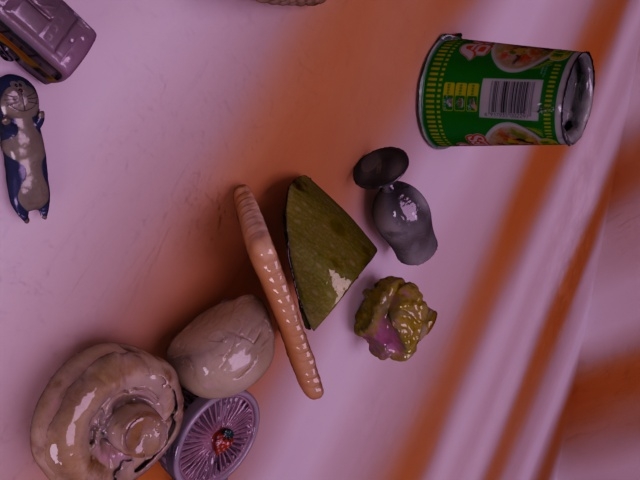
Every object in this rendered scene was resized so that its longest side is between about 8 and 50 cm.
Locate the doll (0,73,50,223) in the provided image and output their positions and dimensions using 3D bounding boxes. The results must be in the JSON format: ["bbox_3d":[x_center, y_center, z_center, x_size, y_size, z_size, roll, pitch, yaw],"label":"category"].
[{"bbox_3d":[-0.250,-0.075,0.453,0.037,0.027,0.125,-26,122,-51],"label":"doll"}]

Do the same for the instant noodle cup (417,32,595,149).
[{"bbox_3d":[0.313,-0.244,0.898,0.207,0.233,0.206,-19,117,-45],"label":"instant noodle cup"}]

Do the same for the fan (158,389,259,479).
[{"bbox_3d":[-0.144,0.291,0.676,0.130,0.074,0.244,-12,113,-48],"label":"fan"}]

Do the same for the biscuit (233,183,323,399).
[{"bbox_3d":[-0.053,0.065,0.656,0.030,0.160,0.249,-20,125,-6],"label":"biscuit"}]

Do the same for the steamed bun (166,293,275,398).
[{"bbox_3d":[-0.105,0.127,0.618,0.090,0.113,0.130,62,30,-15],"label":"steamed bun"}]

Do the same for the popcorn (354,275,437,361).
[{"bbox_3d":[0.123,0.129,0.898,0.126,0.126,0.145,-20,108,-35],"label":"popcorn"}]

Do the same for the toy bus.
[{"bbox_3d":[-0.245,-0.187,0.385,0.172,0.072,0.057,45,64,-48],"label":"toy bus"}]

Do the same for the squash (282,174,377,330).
[{"bbox_3d":[0.023,-0.001,0.703,0.192,0.085,0.184,-52,130,-65],"label":"squash"}]

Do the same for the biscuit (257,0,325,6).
[{"bbox_3d":[-0.048,-0.408,0.528,0.217,0.044,0.324,-38,131,-57],"label":"biscuit"}]

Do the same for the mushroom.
[{"bbox_3d":[-0.201,0.178,0.530,0.154,0.123,0.154,-15,110,-49],"label":"mushroom"}]

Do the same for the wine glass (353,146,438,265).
[{"bbox_3d":[0.127,-0.047,0.862,0.093,0.093,0.202,-53,137,-23],"label":"wine glass"}]
